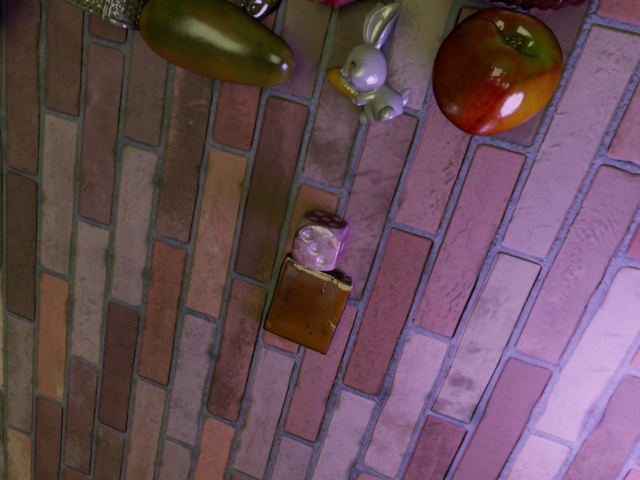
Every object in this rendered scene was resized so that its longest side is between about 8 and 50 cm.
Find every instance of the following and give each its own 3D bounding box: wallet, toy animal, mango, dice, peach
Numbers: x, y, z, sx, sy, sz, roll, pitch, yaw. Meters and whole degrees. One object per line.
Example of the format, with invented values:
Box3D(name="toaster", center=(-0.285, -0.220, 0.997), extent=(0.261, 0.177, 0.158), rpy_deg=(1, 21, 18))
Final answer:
Box3D(name="wallet", center=(-0.027, 0.137, 0.986), extent=(0.161, 0.042, 0.195), rpy_deg=(22, 114, 12))
Box3D(name="toy animal", center=(0.086, -0.300, 0.799), extent=(0.127, 0.131, 0.181), rpy_deg=(-25, 109, -11))
Box3D(name="mango", center=(-0.175, -0.345, 0.813), extent=(0.289, 0.146, 0.129), rpy_deg=(25, 72, 1))
Box3D(name="dice", center=(0.000, 0.000, 0.903), extent=(0.091, 0.094, 0.093), rpy_deg=(19, 110, 10))
Box3D(name="peach", center=(0.257, -0.248, 0.707), extent=(0.197, 0.197, 0.197), rpy_deg=(5, 109, 14))

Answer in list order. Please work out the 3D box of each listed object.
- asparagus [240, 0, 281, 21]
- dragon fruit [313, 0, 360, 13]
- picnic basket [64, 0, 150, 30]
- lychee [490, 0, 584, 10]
Box3D(name="asparagus", center=(-0.093, -0.561, 0.739), extent=(0.128, 0.108, 0.381), rpy_deg=(9, 112, 28))
Box3D(name="dragon fruit", center=(0.088, -0.471, 0.688), extent=(0.161, 0.126, 0.274), rpy_deg=(13, 118, -11))
Box3D(name="picnic basket", center=(-0.344, -0.489, 0.817), extent=(0.154, 0.134, 0.196), rpy_deg=(29, 112, 8))
Box3D(name="lychee", center=(0.292, -0.438, 0.588), extent=(0.304, 0.276, 0.275), rpy_deg=(-4, 107, 34))
